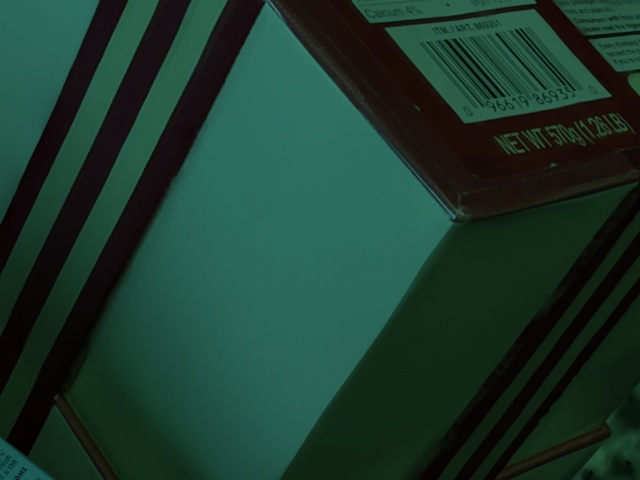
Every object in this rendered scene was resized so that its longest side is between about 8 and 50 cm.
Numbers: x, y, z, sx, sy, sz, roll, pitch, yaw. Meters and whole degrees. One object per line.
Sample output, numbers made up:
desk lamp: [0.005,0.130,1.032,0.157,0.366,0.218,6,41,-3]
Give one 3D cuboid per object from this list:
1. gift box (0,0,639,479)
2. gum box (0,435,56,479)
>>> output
gift box: [0.000,0.000,0.573,0.255,0.258,0.276,-9,54,-40]
gum box: [-0.109,0.120,0.475,0.184,0.157,0.041,39,43,-2]
